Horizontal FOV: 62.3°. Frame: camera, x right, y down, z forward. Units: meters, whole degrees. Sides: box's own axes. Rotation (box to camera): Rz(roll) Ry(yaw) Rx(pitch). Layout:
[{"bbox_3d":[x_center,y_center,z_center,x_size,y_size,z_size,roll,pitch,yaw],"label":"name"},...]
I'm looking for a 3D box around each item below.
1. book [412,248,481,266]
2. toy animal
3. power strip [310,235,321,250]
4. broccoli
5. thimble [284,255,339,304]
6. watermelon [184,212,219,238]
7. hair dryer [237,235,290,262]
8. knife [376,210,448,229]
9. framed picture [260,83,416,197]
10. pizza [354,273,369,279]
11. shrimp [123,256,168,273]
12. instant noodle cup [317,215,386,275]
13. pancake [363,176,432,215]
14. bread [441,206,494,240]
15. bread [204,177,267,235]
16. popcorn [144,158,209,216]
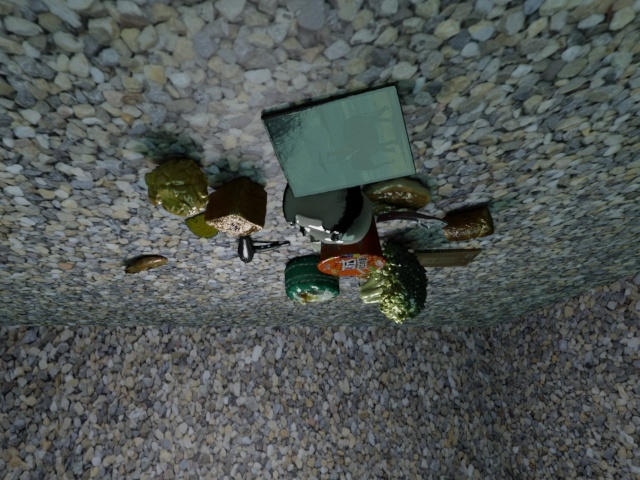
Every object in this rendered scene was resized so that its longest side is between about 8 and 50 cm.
[{"bbox_3d":[0.562,0.086,2.470,0.311,0.021,0.217,-1,160,-5],"label":"book"},{"bbox_3d":[0.038,-0.104,1.606,0.251,0.250,0.310,-9,171,15],"label":"toy animal"},{"bbox_3d":[0.000,0.000,2.125,0.075,0.042,0.175,-7,159,15],"label":"power strip"},{"bbox_3d":[0.299,0.182,2.222,0.281,0.347,0.293,-20,161,26],"label":"broccoli"},{"bbox_3d":[-0.042,0.188,2.448,0.254,0.167,0.288,4,158,-16],"label":"thimble"},{"bbox_3d":[-0.396,-0.051,1.885,0.182,0.075,0.092,-14,153,31],"label":"watermelon"},{"bbox_3d":[-0.227,0.017,2.142,0.219,0.075,0.195,-10,152,-11],"label":"hair dryer"},{"bbox_3d":[0.301,-0.072,1.846,0.278,0.053,0.123,4,165,-32],"label":"knife"},{"bbox_3d":[0.051,-0.241,1.350,0.347,0.016,0.265,-8,130,16],"label":"framed picture"},{"bbox_3d":[0.225,0.151,2.546,0.134,0.056,0.271,-24,151,26],"label":"pizza"},{"bbox_3d":[-0.766,0.108,2.319,0.236,0.053,0.133,-19,175,28],"label":"shrimp"},{"bbox_3d":[0.109,0.002,1.935,0.251,0.192,0.250,-3,160,-1],"label":"instant noodle cup"},{"bbox_3d":[0.244,-0.138,1.788,0.283,0.048,0.282,-5,162,-2],"label":"pancake"},{"bbox_3d":[0.548,-0.056,1.968,0.172,0.103,0.132,-11,155,26],"label":"bread"},{"bbox_3d":[-0.261,-0.103,1.673,0.158,0.143,0.149,-15,150,30],"label":"bread"},{"bbox_3d":[-0.406,-0.150,1.518,0.180,0.170,0.180,-30,146,-23],"label":"popcorn"}]
